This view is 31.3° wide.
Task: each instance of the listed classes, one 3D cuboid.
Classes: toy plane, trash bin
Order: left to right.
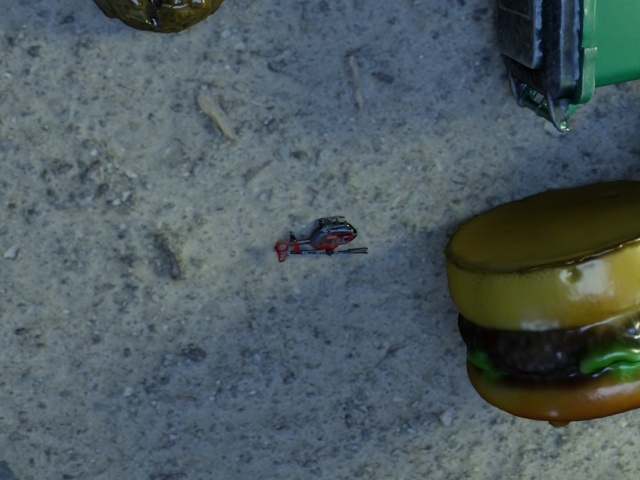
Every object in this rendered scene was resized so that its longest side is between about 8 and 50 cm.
[{"bbox_3d":[0.000,0.000,1.766,0.145,0.037,0.060,-8,115,-7],"label":"toy plane"},{"bbox_3d":[0.454,-0.329,1.610,0.381,0.259,0.295,-6,110,-7],"label":"trash bin"}]

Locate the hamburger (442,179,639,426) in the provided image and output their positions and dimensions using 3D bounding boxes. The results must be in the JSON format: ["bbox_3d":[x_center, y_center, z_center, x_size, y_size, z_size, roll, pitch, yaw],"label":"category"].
[{"bbox_3d":[0.377,0.094,1.661,0.395,0.396,0.278,-15,104,-1],"label":"hamburger"}]

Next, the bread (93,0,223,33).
[{"bbox_3d":[-0.225,-0.399,1.599,0.230,0.123,0.230,-2,104,-7],"label":"bread"}]
